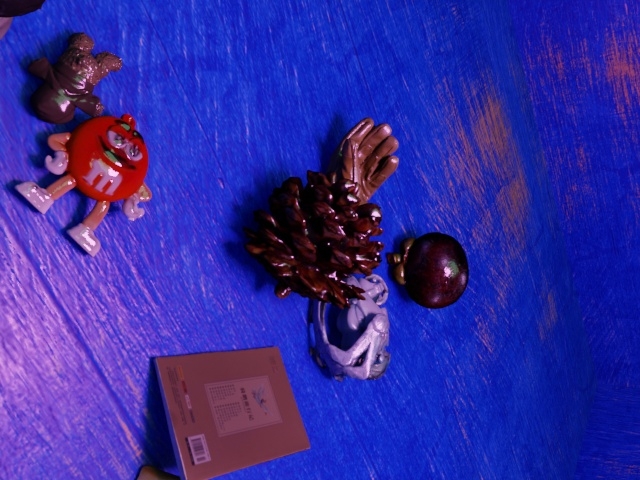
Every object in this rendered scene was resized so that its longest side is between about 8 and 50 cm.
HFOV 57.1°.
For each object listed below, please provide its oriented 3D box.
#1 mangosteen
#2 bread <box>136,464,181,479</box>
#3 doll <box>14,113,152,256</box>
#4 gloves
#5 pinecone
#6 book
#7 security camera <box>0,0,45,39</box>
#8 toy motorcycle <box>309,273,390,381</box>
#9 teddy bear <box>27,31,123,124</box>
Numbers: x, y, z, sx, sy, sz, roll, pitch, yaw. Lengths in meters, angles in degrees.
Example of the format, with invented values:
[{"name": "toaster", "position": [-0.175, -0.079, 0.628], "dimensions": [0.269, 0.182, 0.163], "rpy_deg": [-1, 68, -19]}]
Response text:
[{"name": "mangosteen", "position": [0.302, 0.086, 1.627], "dimensions": [0.216, 0.216, 0.216], "rpy_deg": [7, 81, -51]}, {"name": "bread", "position": [-0.197, 0.579, 1.051], "dimensions": [0.362, 0.245, 0.233], "rpy_deg": [81, 23, -59]}, {"name": "doll", "position": [-0.337, -0.104, 0.912], "dimensions": [0.183, 0.085, 0.217], "rpy_deg": [51, 59, -35]}, {"name": "gloves", "position": [0.085, -0.129, 1.408], "dimensions": [0.154, 0.141, 0.331], "rpy_deg": [10, 88, -25]}, {"name": "pinecone", "position": [0.005, -0.004, 1.204], "dimensions": [0.298, 0.242, 0.296], "rpy_deg": [37, 57, -25]}, {"name": "book", "position": [-0.154, 0.307, 1.085], "dimensions": [0.310, 0.021, 0.217], "rpy_deg": [8, 54, -51]}, {"name": "security camera", "position": [-0.409, -0.337, 0.682], "dimensions": [0.197, 0.277, 0.191], "rpy_deg": [16, 73, -51]}, {"name": "toy motorcycle", "position": [0.075, 0.195, 1.371], "dimensions": [0.206, 0.154, 0.260], "rpy_deg": [11, 69, -27]}, {"name": "teddy bear", "position": [-0.367, -0.246, 0.879], "dimensions": [0.119, 0.078, 0.160], "rpy_deg": [33, 65, -15]}]
